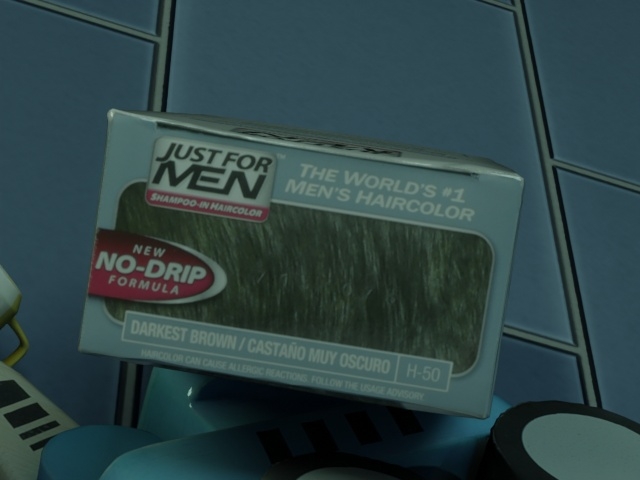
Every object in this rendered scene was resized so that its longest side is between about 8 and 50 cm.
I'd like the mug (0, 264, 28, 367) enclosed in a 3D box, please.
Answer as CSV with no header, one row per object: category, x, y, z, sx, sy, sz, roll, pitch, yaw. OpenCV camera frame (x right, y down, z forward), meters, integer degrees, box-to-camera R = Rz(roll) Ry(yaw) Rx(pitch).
mug,-0.209,0.041,1.176,0.064,0.078,0.062,-38,65,-5

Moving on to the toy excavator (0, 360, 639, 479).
toy excavator,-0.103,0.141,1.040,0.433,0.222,0.445,-7,31,-38

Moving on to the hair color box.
hair color box,0.000,0.000,1.041,0.185,0.113,0.374,9,3,3
